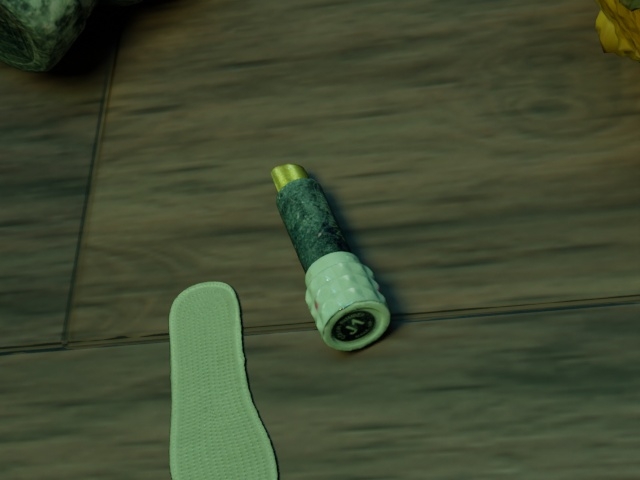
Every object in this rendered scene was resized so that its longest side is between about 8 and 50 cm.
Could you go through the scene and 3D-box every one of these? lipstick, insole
[{"bbox_3d":[0.000,0.000,0.859,0.037,0.037,0.116,-25,50,3],"label":"lipstick"},{"bbox_3d":[-0.049,0.083,0.841,0.053,0.002,0.153,-15,55,10],"label":"insole"}]

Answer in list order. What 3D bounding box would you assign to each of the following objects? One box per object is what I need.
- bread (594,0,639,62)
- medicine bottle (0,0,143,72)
[{"bbox_3d":[0.220,-0.114,0.767,0.194,0.179,0.340,-31,56,0],"label":"bread"},{"bbox_3d":[-0.106,-0.233,0.979,0.141,0.141,0.293,24,70,30],"label":"medicine bottle"}]
